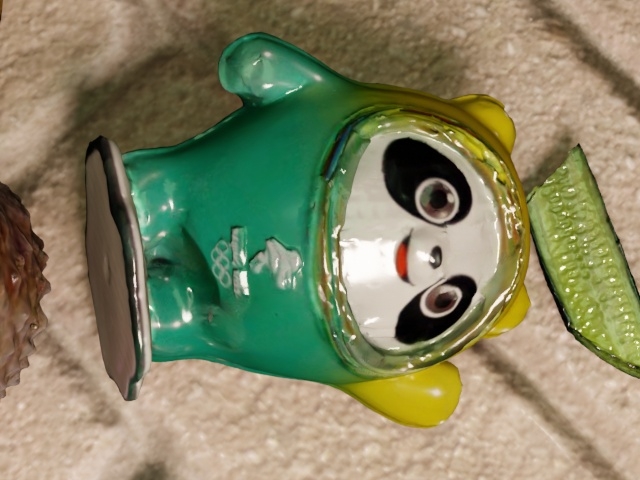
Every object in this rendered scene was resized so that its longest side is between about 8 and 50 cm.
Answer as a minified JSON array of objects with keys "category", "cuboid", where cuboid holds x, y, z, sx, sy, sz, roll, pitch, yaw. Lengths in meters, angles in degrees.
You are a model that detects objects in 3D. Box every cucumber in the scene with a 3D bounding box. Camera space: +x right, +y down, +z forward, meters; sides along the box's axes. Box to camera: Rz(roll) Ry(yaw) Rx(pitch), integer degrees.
[{"category":"cucumber","cuboid":[0.221,0.034,1.365,0.070,0.046,0.220,-19,77,-9]}]

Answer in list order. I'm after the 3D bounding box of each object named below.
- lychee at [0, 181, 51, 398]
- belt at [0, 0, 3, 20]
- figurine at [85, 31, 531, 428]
[{"category":"lychee","cuboid":[-0.349,0.030,1.191,0.300,0.300,0.300,2,75,-6]},{"category":"belt","cuboid":[-0.292,-0.200,1.373,0.059,0.036,0.083,-11,77,-16]},{"category":"figurine","cuboid":[0.000,0.000,1.269,0.340,0.231,0.324,-6,101,-16]}]
